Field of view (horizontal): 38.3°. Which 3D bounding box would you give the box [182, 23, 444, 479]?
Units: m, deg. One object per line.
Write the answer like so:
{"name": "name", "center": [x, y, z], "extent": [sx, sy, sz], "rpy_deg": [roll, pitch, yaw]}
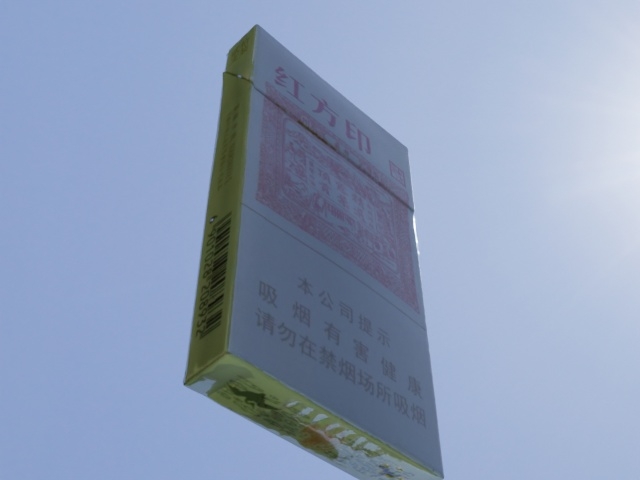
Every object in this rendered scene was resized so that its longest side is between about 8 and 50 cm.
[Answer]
{"name": "box", "center": [0.001, -0.001, 0.728], "extent": [0.051, 0.204, 0.365], "rpy_deg": [-36, -145, 30]}
